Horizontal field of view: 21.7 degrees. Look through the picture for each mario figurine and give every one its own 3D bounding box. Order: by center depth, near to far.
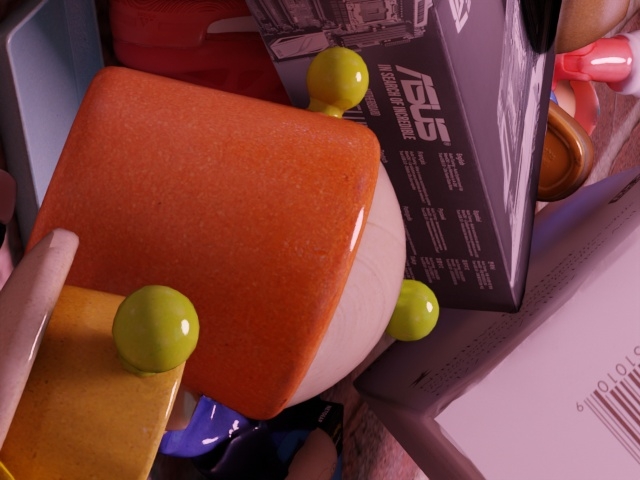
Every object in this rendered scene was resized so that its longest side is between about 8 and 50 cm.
[{"bbox_3d":[0.133,-0.061,1.099,0.320,0.198,0.170,-52,152,-69],"label":"mario figurine"}]

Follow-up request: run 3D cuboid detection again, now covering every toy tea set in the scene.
[{"bbox_3d":[-0.061,0.099,0.527,0.200,0.124,0.336,-78,-169,-49],"label":"toy tea set"}]

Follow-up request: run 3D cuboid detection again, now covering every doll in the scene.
[{"bbox_3d":[-0.042,0.092,0.831,0.129,0.046,0.189,-62,151,-7],"label":"doll"}]

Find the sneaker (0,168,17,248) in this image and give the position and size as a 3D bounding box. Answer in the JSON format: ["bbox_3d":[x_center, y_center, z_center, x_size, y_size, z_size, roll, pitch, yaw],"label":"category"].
[{"bbox_3d":[-0.141,0.027,0.449,0.217,0.079,0.121,21,79,-79],"label":"sneaker"}]

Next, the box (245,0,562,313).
[{"bbox_3d":[0.052,-0.138,0.737,0.307,0.076,0.242,64,33,-61],"label":"box"}]

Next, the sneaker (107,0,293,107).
[{"bbox_3d":[-0.038,-0.041,0.755,0.221,0.087,0.128,2,96,-71],"label":"sneaker"}]

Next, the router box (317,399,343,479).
[{"bbox_3d":[-0.035,0.187,0.944,0.179,0.046,0.133,-51,146,-59],"label":"router box"}]

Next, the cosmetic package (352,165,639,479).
[{"bbox_3d":[0.157,0.078,0.983,0.217,0.156,0.385,-42,-178,-7],"label":"cosmetic package"}]

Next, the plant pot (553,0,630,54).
[{"bbox_3d":[0.154,-0.202,0.798,0.236,0.032,0.236,13,90,-83],"label":"plant pot"}]

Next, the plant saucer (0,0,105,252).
[{"bbox_3d":[-0.102,-0.015,0.676,0.067,0.018,0.192,-60,154,-49],"label":"plant saucer"}]
